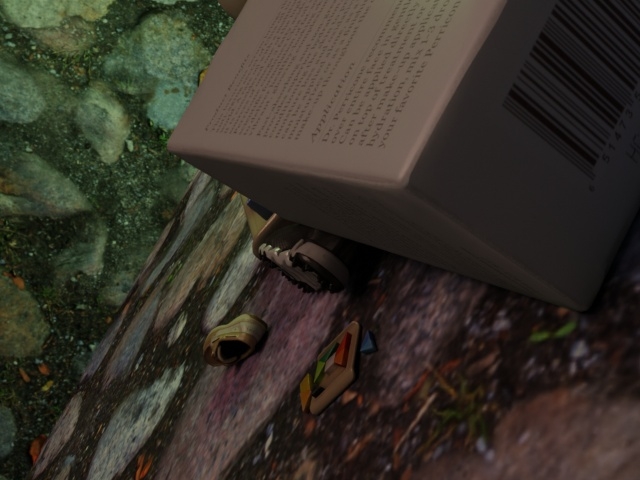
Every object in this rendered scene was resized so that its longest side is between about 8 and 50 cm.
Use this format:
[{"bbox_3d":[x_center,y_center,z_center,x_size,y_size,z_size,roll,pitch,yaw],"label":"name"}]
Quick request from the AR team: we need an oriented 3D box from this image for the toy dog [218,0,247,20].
[{"bbox_3d":[-0.007,-0.404,0.940,0.408,0.285,0.395,8,107,54],"label":"toy dog"}]

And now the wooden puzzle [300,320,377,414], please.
[{"bbox_3d":[0.011,0.117,0.731,0.116,0.014,0.078,-51,18,25],"label":"wooden puzzle"}]

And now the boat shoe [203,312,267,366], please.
[{"bbox_3d":[-0.120,0.137,1.023,0.135,0.050,0.045,-41,18,47],"label":"boat shoe"}]

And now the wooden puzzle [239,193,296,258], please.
[{"bbox_3d":[-0.012,-0.158,1.110,0.322,0.080,0.348,-49,17,9],"label":"wooden puzzle"}]

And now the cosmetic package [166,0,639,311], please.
[{"bbox_3d":[0.052,-0.120,0.629,0.230,0.161,0.453,-61,27,-4],"label":"cosmetic package"}]

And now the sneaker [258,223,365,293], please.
[{"bbox_3d":[0.000,0.000,0.878,0.106,0.078,0.234,-53,13,-11],"label":"sneaker"}]
